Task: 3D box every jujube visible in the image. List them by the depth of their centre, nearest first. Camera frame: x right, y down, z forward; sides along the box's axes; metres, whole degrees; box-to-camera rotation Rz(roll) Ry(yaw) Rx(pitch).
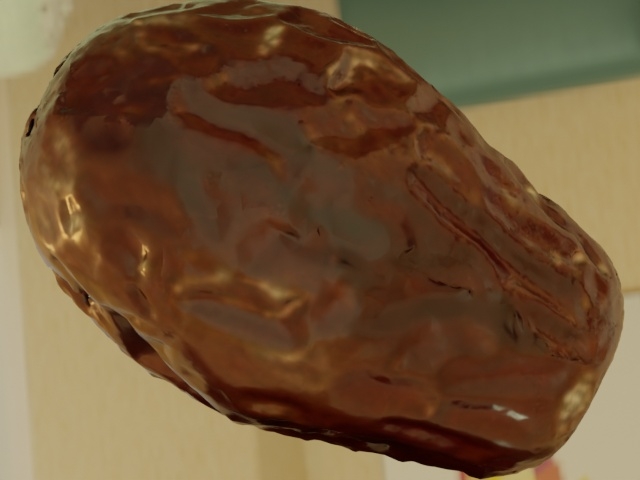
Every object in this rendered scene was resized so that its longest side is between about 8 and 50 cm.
[{"bbox_3d":[0.000,0.000,0.796,0.290,0.197,0.197,28,168,-2],"label":"jujube"}]
